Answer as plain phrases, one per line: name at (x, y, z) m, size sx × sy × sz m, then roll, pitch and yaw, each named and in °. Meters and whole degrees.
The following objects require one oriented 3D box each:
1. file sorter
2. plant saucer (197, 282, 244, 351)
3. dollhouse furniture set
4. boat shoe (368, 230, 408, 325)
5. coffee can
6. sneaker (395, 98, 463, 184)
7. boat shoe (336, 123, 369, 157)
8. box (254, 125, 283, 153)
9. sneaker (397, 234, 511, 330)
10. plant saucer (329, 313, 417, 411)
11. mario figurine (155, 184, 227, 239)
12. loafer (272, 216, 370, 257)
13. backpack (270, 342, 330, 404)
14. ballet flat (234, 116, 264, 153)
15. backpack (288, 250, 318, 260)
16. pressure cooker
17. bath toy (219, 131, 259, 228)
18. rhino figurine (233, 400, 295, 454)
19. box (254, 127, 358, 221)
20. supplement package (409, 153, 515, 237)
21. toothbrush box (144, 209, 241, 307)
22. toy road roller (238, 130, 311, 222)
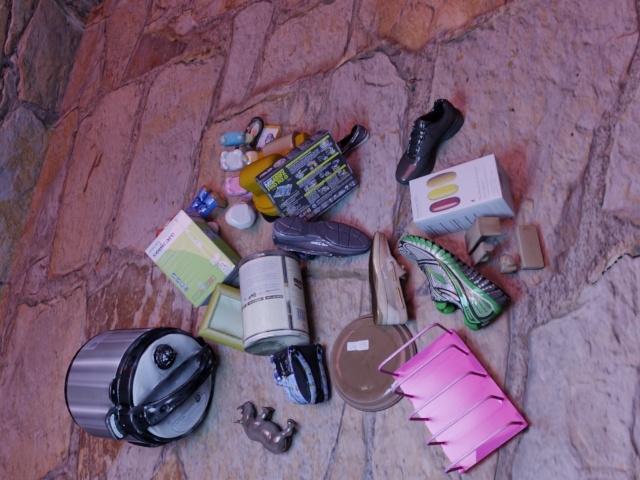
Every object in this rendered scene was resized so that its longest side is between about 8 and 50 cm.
file sorter at (0.302, 0.368, 1.312) m, size 0.202 × 0.182 × 0.290 m, roll -41°, pitch 59°, yaw 10°
plant saucer at (-0.291, 0.252, 1.825) m, size 0.188 × 0.045 × 0.188 m, roll 19°, pitch 80°, yaw 3°
dollhouse furniture set at (0.479, 0.026, 1.463) m, size 0.151 × 0.123 × 0.144 m, roll 0°, pitch 66°, yaw -3°
boat shoe at (0.195, 0.106, 1.590) m, size 0.098 × 0.109 × 0.302 m, roll 1°, pitch 53°, yaw -3°
coffee can at (-0.147, 0.194, 1.712) m, size 0.202 × 0.201 × 0.275 m, roll -23°, pitch 59°, yaw 25°
sneaker at (0.305, -0.301, 1.662) m, size 0.109 × 0.130 × 0.286 m, roll 33°, pitch 92°, yaw 37°
boat shoe at (0.067, -0.322, 1.877) m, size 0.206 × 0.065 × 0.075 m, roll -35°, pitch 54°, yaw 18°
box at (-0.201, -0.371, 2.110) m, size 0.081 × 0.028 × 0.136 m, roll 13°, pitch 80°, yaw 38°
sneaker at (0.322, 0.102, 1.472) m, size 0.146 × 0.134 × 0.343 m, roll -53°, pitch 51°, yaw 6°
plant saucer at (0.137, 0.337, 1.558) m, size 0.278 × 0.041 × 0.277 m, roll -15°, pitch 62°, yaw 30°
mario figurine at (-0.498, -0.052, 2.145) m, size 0.320 × 0.170 × 0.198 m, roll -47°, pitch 14°, yaw -4°
loafer at (0.000, 0.000, 1.709) m, size 0.303 × 0.095 × 0.109 m, roll 10°, pitch 48°, yaw -3°
backpack at (-0.053, 0.395, 1.598) m, size 0.117 × 0.158 × 0.173 m, roll -31°, pitch 67°, yaw 30°
ballet flat at (-0.275, -0.381, 2.120) m, size 0.074 × 0.074 × 0.203 m, roll 31°, pitch 96°, yaw 39°
backpack at (-0.054, 0.010, 1.802) m, size 0.114 × 0.084 × 0.105 m, roll 14°, pitch 76°, yaw 31°
pressure cooker at (-0.555, 0.460, 1.770) m, size 0.421 × 0.375 × 0.369 m, roll -9°, pitch 62°, yaw 32°
bath toy at (-0.286, -0.210, 2.010) m, size 0.152 × 0.129 × 0.348 m, roll -3°, pitch 84°, yaw -8°
rhino figurine at (-0.176, 0.552, 1.660) m, size 0.243 × 0.073 × 0.106 m, roll 15°, pitch 77°, yaw 40°
box at (-0.038, -0.187, 1.748) m, size 0.270 × 0.216 × 0.060 m, roll -38°, pitch 30°, yaw -7°
supplement package at (0.386, -0.115, 1.520) m, size 0.244 × 0.134 × 0.139 m, roll -17°, pitch 61°, yaw 28°
toothbrush box at (-0.437, 0.063, 1.952) m, size 0.283 × 0.122 × 0.206 m, roll 44°, pitch 99°, yaw 9°
toy road roller at (-0.150, -0.239, 1.878) m, size 0.203 × 0.241 × 0.329 m, roll -18°, pitch 61°, yaw 28°
